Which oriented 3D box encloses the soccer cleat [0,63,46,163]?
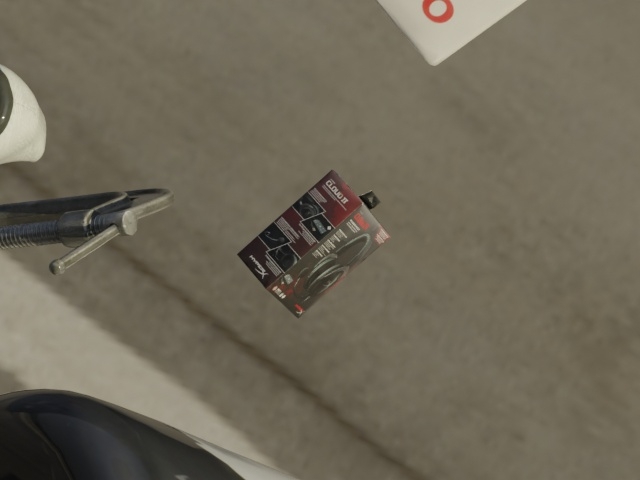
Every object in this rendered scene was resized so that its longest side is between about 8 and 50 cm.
[{"bbox_3d":[-0.396,-0.098,1.723,0.331,0.116,0.143,3,-13,16],"label":"soccer cleat"}]

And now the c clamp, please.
[{"bbox_3d":[-0.143,-0.007,0.948,0.160,0.022,0.137,-5,13,34],"label":"c clamp"}]

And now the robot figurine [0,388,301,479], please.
[{"bbox_3d":[-0.041,0.141,0.554,0.278,0.173,0.209,28,24,-39],"label":"robot figurine"}]

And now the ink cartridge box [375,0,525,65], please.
[{"bbox_3d":[0.111,-0.264,1.113,0.207,0.283,0.117,48,21,-17],"label":"ink cartridge box"}]

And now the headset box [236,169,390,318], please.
[{"bbox_3d":[0.000,0.000,1.156,0.032,0.083,0.062,50,0,25],"label":"headset box"}]
